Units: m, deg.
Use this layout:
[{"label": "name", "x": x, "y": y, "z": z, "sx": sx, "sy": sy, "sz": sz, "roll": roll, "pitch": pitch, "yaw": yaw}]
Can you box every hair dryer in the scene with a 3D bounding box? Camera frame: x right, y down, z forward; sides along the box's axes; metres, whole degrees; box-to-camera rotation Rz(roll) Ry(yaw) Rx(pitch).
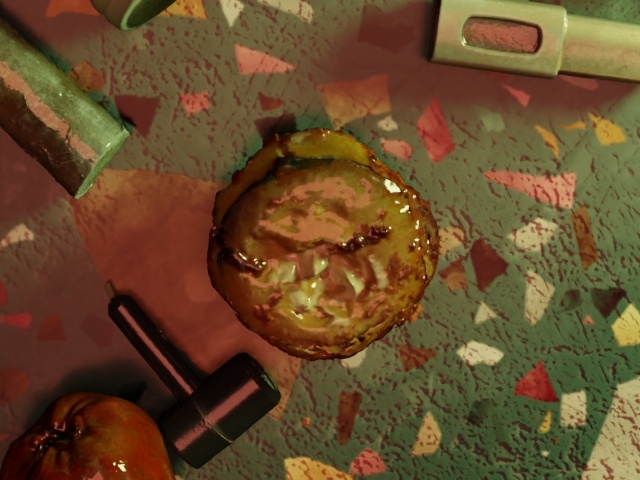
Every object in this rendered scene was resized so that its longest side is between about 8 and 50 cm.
[{"label": "hair dryer", "x": -0.154, "y": 0.126, "z": 1.740, "sx": 0.124, "sy": 0.071, "sz": 0.219, "roll": -42, "pitch": 90, "yaw": 3}]

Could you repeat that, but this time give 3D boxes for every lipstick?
[{"label": "lipstick", "x": 0.240, "y": -0.205, "z": 1.687, "sx": 0.253, "sy": 0.077, "sz": 0.079, "roll": 8, "pitch": 98, "yaw": -4}]

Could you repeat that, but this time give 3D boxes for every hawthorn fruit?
[{"label": "hawthorn fruit", "x": -0.228, "y": 0.265, "z": 1.704, "sx": 0.185, "sy": 0.185, "sz": 0.202, "roll": -32, "pitch": 119, "yaw": 3}]

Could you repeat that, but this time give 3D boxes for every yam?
[{"label": "yam", "x": -0.316, "y": -0.161, "z": 1.669, "sx": 0.259, "sy": 0.093, "sz": 0.093, "roll": 43, "pitch": 95, "yaw": -7}]

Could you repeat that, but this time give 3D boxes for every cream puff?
[{"label": "cream puff", "x": -0.001, "y": 0.000, "z": 1.672, "sx": 0.240, "sy": 0.164, "sz": 0.240, "roll": 0, "pitch": 114, "yaw": 1}]

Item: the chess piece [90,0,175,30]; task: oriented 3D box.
[{"label": "chess piece", "x": -0.240, "y": -0.352, "z": 1.637, "sx": 0.139, "sy": 0.139, "sz": 0.271, "roll": -42, "pitch": 86, "yaw": 5}]
